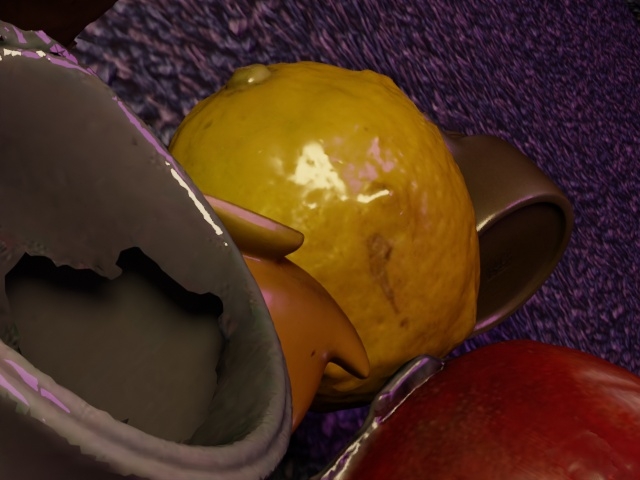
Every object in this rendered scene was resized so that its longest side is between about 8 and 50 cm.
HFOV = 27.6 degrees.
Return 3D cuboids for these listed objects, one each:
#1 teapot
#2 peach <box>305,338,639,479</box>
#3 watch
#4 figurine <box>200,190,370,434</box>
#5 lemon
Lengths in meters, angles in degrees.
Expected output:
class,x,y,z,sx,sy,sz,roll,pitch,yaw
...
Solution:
class,x,y,z,sx,sy,sz,roll,pitch,yaw
teapot,0.122,-0.017,1.256,0.175,0.185,0.268,49,-18,34
peach,0.149,0.269,0.876,0.339,0.353,0.417,33,38,-50
watch,-0.157,0.004,0.558,0.327,0.314,0.335,55,15,9
figurine,-0.083,0.090,0.761,0.215,0.228,0.215,45,-6,5
lemon,0.000,0.000,0.948,0.288,0.233,0.233,61,27,-23
